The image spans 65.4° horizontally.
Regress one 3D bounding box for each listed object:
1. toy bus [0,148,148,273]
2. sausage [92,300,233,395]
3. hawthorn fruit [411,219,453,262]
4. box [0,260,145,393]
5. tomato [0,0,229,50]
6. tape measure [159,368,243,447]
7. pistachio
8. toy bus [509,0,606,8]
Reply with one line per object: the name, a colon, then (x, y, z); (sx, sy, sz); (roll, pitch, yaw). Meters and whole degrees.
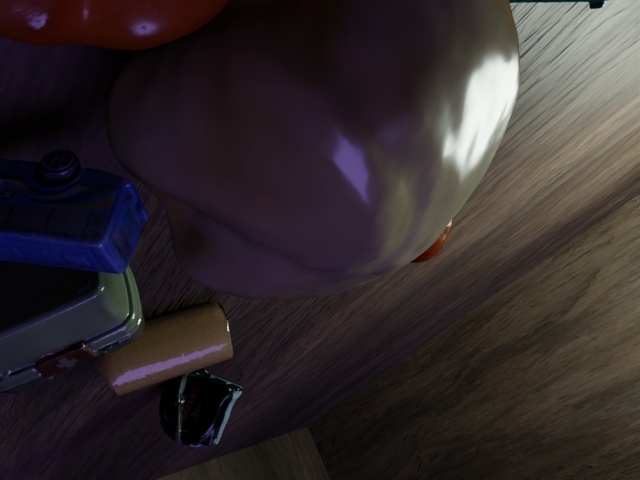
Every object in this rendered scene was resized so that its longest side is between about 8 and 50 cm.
toy bus: (-0.285, -0.030, 0.449); (0.236, 0.094, 0.079); (6, 144, 0)
sausage: (-0.297, 0.202, 0.941); (0.253, 0.123, 0.123); (-13, 151, -27)
hawthorn fruit: (0.143, -0.040, 0.912); (0.194, 0.157, 0.157); (12, 137, -28)
box: (-0.353, 0.090, 0.655); (0.210, 0.148, 0.129); (-24, 143, -9)
tomato: (-0.130, -0.224, 0.244); (0.260, 0.180, 0.260); (-20, 153, -11)
tape measure: (-0.313, 0.422, 1.267); (0.182, 0.181, 0.107); (-65, 158, -7)
pistachio: (-0.011, -0.092, 0.494); (0.365, 0.281, 0.445); (9, 140, -15)
toy bus: (0.264, -0.309, 0.508); (0.256, 0.147, 0.128); (-14, 115, -27)
